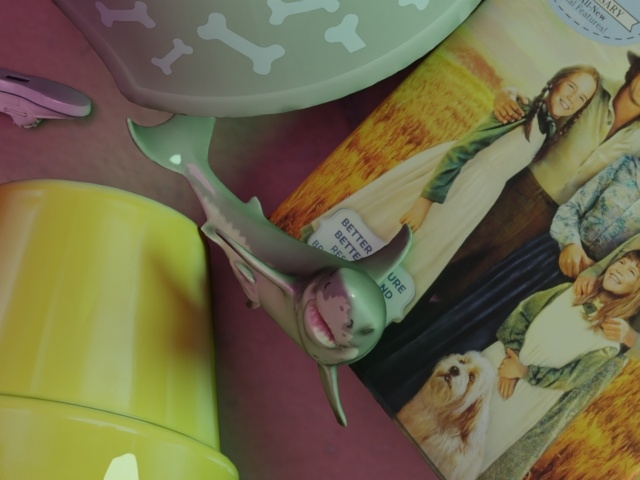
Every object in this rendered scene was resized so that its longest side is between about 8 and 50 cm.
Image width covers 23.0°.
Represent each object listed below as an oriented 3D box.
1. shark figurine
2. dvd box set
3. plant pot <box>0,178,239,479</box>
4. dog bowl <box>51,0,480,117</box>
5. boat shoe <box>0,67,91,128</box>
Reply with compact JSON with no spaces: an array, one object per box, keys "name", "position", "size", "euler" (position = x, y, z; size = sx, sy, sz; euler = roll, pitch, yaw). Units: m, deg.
[{"name":"shark figurine","position":[-0.007,-0.001,1.005],"size":[0.116,0.166,0.278],"euler":[-33,45,-11]},{"name":"dvd box set","position":[0.192,-0.036,0.987],"size":[0.420,0.062,0.308],"euler":[-44,64,11]},{"name":"plant pot","position":[-0.169,0.099,1.036],"size":[0.254,0.254,0.239],"euler":[3,68,13]},{"name":"dog bowl","position":[-0.046,-0.249,1.037],"size":[0.348,0.102,0.349],"euler":[-5,56,8]},{"name":"boat shoe","position":[-0.217,-0.101,1.168],"size":[0.100,0.035,0.035],"euler":[15,114,10]}]
